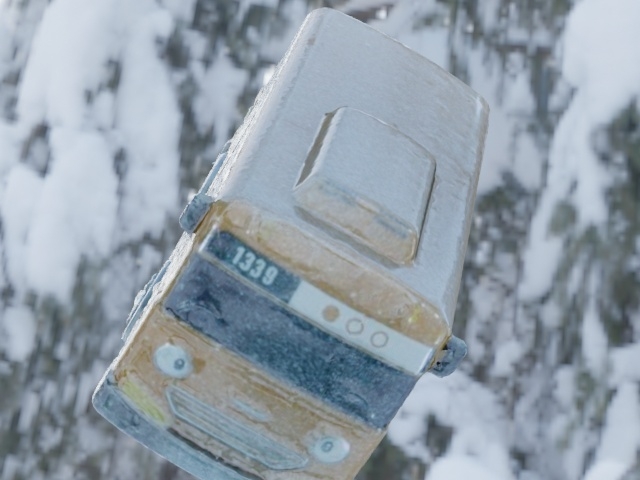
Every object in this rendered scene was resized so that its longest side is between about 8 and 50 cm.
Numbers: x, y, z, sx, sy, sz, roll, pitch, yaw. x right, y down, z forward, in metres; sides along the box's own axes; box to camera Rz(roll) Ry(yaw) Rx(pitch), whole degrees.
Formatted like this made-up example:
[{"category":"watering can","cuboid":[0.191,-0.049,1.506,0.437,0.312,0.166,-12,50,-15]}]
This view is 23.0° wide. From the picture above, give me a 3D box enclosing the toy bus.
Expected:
[{"category":"toy bus","cuboid":[0.000,0.000,0.529,0.091,0.182,0.103,30,-61,-6]}]
